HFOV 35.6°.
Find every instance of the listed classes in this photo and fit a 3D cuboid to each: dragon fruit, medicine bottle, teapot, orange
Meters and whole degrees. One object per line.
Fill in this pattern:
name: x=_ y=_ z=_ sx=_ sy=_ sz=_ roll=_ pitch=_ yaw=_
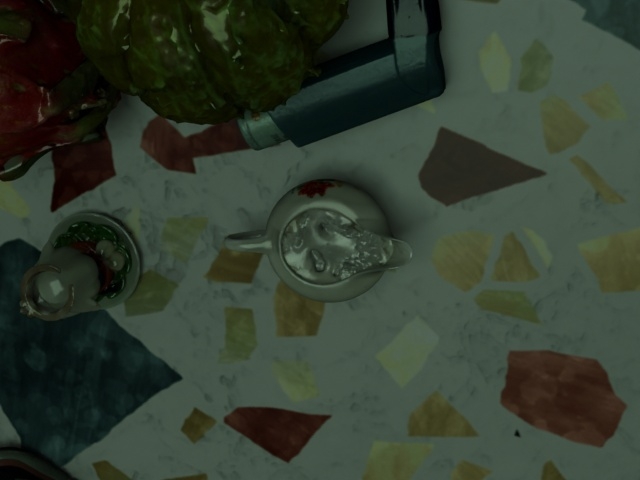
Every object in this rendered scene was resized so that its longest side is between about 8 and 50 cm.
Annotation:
dragon fruit: x=-0.379 y=-0.196 z=1.118 sx=0.302 sy=0.237 sz=0.231 roll=7 pitch=128 yaw=0
medicine bottle: x=0.026 y=-0.183 z=1.102 sx=0.258 sy=0.079 sz=0.124 roll=-21 pitch=106 yaw=18
teapot: x=0.000 y=0.000 z=1.154 sx=0.226 sy=0.092 sz=0.145 roll=-2 pitch=102 yaw=14
orange: x=-0.110 y=-0.270 z=1.030 sx=0.300 sy=0.223 sz=0.301 roll=35 pitch=91 yaw=17

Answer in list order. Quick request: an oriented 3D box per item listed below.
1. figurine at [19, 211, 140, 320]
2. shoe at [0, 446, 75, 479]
figurine: x=-0.300 y=0.042 z=1.200 sx=0.132 sy=0.154 sz=0.132 roll=3 pitch=106 yaw=11
shoe: x=-0.350 y=0.394 z=1.321 sx=0.291 sy=0.137 sz=0.114 roll=35 pitch=111 yaw=0
